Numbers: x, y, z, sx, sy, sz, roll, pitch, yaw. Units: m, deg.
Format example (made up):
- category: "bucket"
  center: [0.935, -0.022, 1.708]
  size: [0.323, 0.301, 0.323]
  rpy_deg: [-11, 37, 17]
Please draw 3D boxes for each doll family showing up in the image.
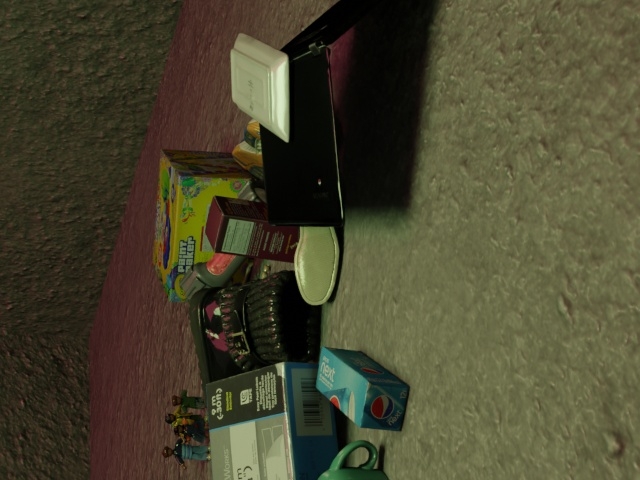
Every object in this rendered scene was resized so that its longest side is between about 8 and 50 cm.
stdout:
- category: "doll family"
  center: [-0.314, 0.442, 2.514]
  size: [0.193, 0.111, 0.076]
  rpy_deg: [-105, 30, -47]

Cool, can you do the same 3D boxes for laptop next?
- category: "laptop"
  center: [0.046, -0.243, 1.779]
  size: [0.408, 0.236, 0.382]
  rpy_deg: [-42, 14, -14]

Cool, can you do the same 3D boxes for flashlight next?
- category: "flashlight"
  center: [-0.191, 0.007, 2.252]
  size: [0.304, 0.103, 0.103]
  rpy_deg: [-49, 65, 26]

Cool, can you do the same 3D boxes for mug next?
- category: "mug"
  center: [0.035, 0.387, 1.581]
  size: [0.129, 0.097, 0.158]
  rpy_deg: [119, 151, -45]

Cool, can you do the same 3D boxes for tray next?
- category: "tray"
  center: [-0.109, -0.265, 1.832]
  size: [0.270, 0.030, 0.145]
  rpy_deg: [-139, 44, -62]

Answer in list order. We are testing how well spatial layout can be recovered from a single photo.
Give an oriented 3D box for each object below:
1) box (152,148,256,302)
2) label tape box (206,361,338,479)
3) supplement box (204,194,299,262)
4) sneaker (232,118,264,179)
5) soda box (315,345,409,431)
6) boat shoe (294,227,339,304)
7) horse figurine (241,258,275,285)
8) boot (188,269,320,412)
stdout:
- category: "box"
  center: [-0.272, -0.037, 2.462]
  size: [0.279, 0.177, 0.290]
  rpy_deg: [-135, 49, -67]
- category: "label tape box"
  center: [-0.114, 0.353, 1.816]
  size: [0.333, 0.105, 0.241]
  rpy_deg: [-22, 68, 46]
- category: "supplement box"
  center: [-0.113, -0.019, 2.027]
  size: [0.104, 0.188, 0.081]
  rpy_deg: [-124, 45, -62]
- category: "sneaker"
  center: [-0.099, -0.216, 2.238]
  size: [0.131, 0.112, 0.296]
  rpy_deg: [-58, 5, -18]
- category: "soda box"
  center: [0.059, 0.222, 1.630]
  size: [0.210, 0.067, 0.071]
  rpy_deg: [-153, 73, -70]
- category: "boat shoe"
  center: [0.000, 0.000, 1.907]
  size: [0.079, 0.084, 0.233]
  rpy_deg: [29, -123, -71]
- category: "horse figurine"
  center: [-0.136, 0.140, 2.213]
  size: [0.263, 0.066, 0.175]
  rpy_deg: [-152, 79, -72]
- category: "boot"
  center: [-0.101, 0.232, 1.986]
  size: [0.260, 0.131, 0.348]
  rpy_deg: [-9, 102, 41]
